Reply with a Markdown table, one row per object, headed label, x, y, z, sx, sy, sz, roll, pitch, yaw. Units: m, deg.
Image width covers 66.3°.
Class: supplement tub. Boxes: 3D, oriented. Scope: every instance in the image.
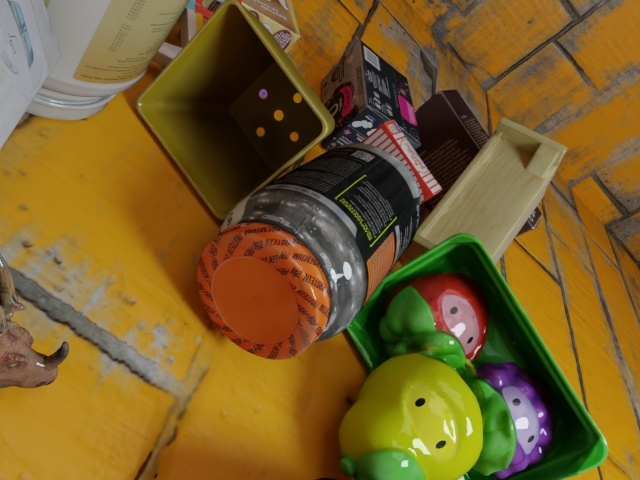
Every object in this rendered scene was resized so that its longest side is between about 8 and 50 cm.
| label | x | y | z | sx | sy | sz | roll | pitch | yaw |
| --- | --- | --- | --- | --- | --- | --- | --- | --- | --- |
| supplement tub | -0.264 | -0.307 | 0.539 | 0.228 | 0.316 | 0.229 | 29 | 43 | -31 |
| supplement tub | 0.000 | 0.000 | 0.679 | 0.207 | 0.207 | 0.338 | 52 | 36 | -2 |

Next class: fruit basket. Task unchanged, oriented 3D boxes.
| label | x | y | z | sx | sy | sz | roll | pitch | yaw |
| --- | --- | --- | --- | --- | --- | --- | --- | --- | --- |
| fruit basket | 0.185 | 0.207 | 0.697 | 0.392 | 0.282 | 0.392 | 48 | 21 | -25 |

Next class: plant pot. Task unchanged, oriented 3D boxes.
| label | x | y | z | sx | sy | sz | roll | pitch | yaw |
| --- | --- | --- | --- | --- | --- | --- | --- | --- | --- |
| plant pot | -0.099 | -0.188 | 0.740 | 0.212 | 0.212 | 0.187 | 54 | 23 | 0 |

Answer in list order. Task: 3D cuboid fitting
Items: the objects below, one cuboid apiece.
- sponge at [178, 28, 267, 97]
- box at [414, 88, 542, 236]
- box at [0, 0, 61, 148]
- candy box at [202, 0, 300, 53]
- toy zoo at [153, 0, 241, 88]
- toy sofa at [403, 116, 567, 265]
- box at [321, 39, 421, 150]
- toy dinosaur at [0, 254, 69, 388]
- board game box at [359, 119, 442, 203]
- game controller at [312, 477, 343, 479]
| label | x | y | z | sx | sy | sz | roll | pitch | yaw |
| --- | --- | --- | --- | --- | --- | --- | --- | --- | --- |
| sponge | -0.155 | -0.331 | 0.922 | 0.210 | 0.031 | 0.117 | -6 | 66 | -50 |
| box | 0.345 | -0.157 | 1.205 | 0.382 | 0.191 | 0.143 | 56 | 36 | 2 |
| box | -0.368 | -0.135 | 0.342 | 0.261 | 0.127 | 0.231 | 2 | 51 | -4 |
| candy box | -0.197 | -0.504 | 0.965 | 0.316 | 0.087 | 0.183 | 14 | 53 | -41 |
| toy zoo | -0.213 | -0.378 | 0.803 | 0.192 | 0.030 | 0.294 | 5 | 76 | -43 |
| toy sofa | 0.330 | -0.056 | 1.003 | 0.150 | 0.177 | 0.363 | 34 | 72 | 22 |
| box | 0.100 | -0.285 | 1.076 | 0.163 | 0.142 | 0.247 | 27 | 43 | -30 |
| toy dinosaur | -0.298 | 0.058 | 0.295 | 0.200 | 0.295 | 0.127 | -2 | 85 | -6 |
| board game box | 0.093 | -0.094 | 0.869 | 0.147 | 0.193 | 0.045 | 55 | 36 | 3 |
| game controller | 0.050 | 0.341 | 0.501 | 0.319 | 0.067 | 0.167 | 35 | 66 | -41 |
